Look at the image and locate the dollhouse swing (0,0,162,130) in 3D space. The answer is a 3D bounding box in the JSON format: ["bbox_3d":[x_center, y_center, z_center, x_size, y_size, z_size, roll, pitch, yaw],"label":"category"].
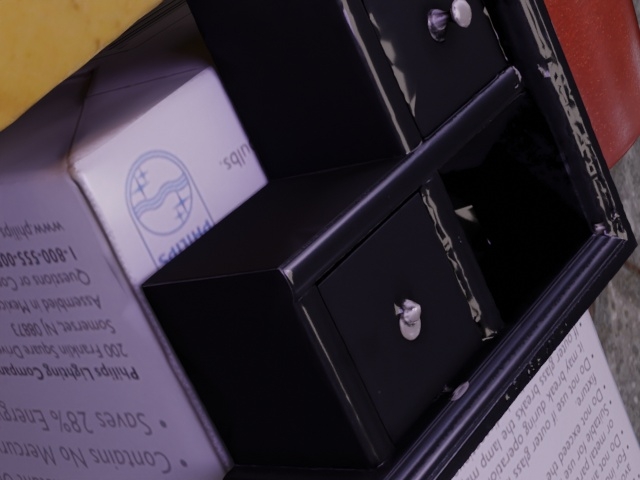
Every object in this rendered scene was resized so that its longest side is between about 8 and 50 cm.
[{"bbox_3d":[-0.203,-0.148,0.414,0.347,0.305,0.315,-42,132,-12],"label":"dollhouse swing"}]

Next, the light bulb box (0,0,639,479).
[{"bbox_3d":[-0.068,0.087,0.598,0.225,0.358,0.361,-42,117,-40],"label":"light bulb box"}]

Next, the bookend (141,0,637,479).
[{"bbox_3d":[0.009,-0.023,0.379,0.156,0.072,0.157,-40,113,-41],"label":"bookend"}]

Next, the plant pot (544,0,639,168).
[{"bbox_3d":[0.114,-0.178,0.935,0.265,0.272,0.272,55,48,-40],"label":"plant pot"}]
